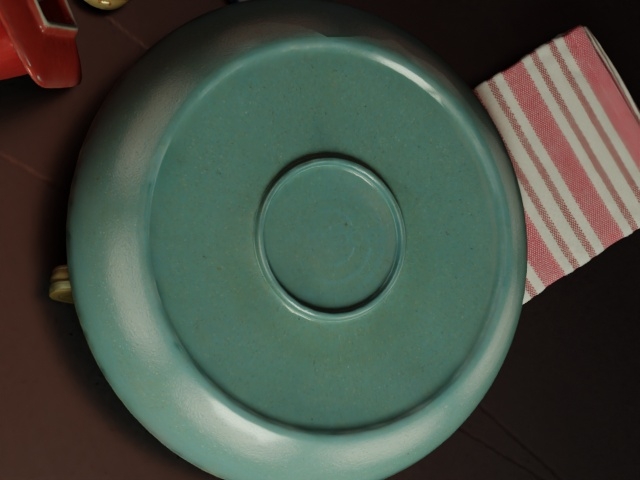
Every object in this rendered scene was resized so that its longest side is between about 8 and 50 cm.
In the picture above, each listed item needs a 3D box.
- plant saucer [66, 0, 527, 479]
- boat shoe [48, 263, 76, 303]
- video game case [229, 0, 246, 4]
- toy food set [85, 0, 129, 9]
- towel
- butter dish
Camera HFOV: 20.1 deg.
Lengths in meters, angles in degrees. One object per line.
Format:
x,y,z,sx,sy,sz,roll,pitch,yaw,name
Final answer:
0.000,0.000,1.128,0.318,0.044,0.317,2,84,-23,plant saucer
-0.107,0.011,1.131,0.135,0.050,0.045,-8,80,-25,boat shoe
-0.043,-0.229,1.187,0.119,0.015,0.166,-41,99,-18,video game case
-0.140,-0.194,1.148,0.082,0.020,0.083,41,75,-12,toy food set
0.138,-0.042,1.231,0.197,0.029,0.144,-32,96,-16,towel
-0.223,-0.148,1.065,0.118,0.160,0.160,-23,94,4,butter dish
